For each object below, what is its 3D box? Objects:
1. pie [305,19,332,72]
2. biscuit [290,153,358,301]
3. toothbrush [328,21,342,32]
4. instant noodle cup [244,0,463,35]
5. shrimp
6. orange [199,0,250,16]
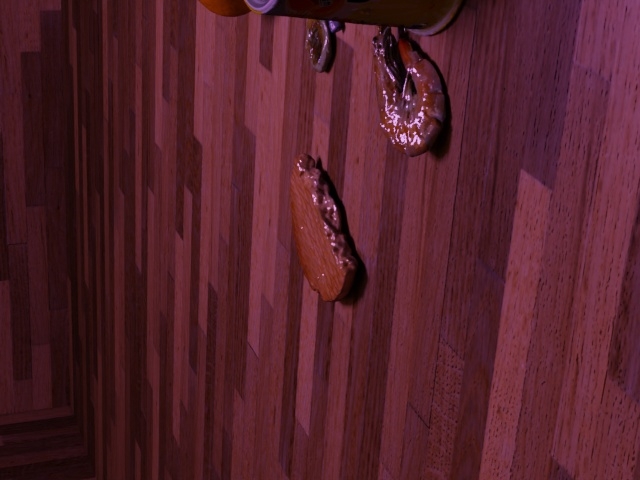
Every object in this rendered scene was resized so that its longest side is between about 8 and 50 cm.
[{"bbox_3d":[-0.003,-0.270,1.660,0.085,0.017,0.085,175,90,-69],"label":"pie"},{"bbox_3d":[0.001,0.000,1.697,0.145,0.033,0.224,103,153,-45],"label":"biscuit"},{"bbox_3d":[0.000,-0.373,1.627,0.019,0.016,0.220,127,134,-64],"label":"toothbrush"},{"bbox_3d":[0.025,-0.342,1.305,0.264,0.200,0.265,174,90,-69],"label":"instant noodle cup"},{"bbox_3d":[0.096,-0.180,1.391,0.101,0.042,0.190,-43,52,40],"label":"shrimp"},{"bbox_3d":[-0.141,-0.412,1.830,0.136,0.159,0.159,-48,34,6],"label":"orange"}]
